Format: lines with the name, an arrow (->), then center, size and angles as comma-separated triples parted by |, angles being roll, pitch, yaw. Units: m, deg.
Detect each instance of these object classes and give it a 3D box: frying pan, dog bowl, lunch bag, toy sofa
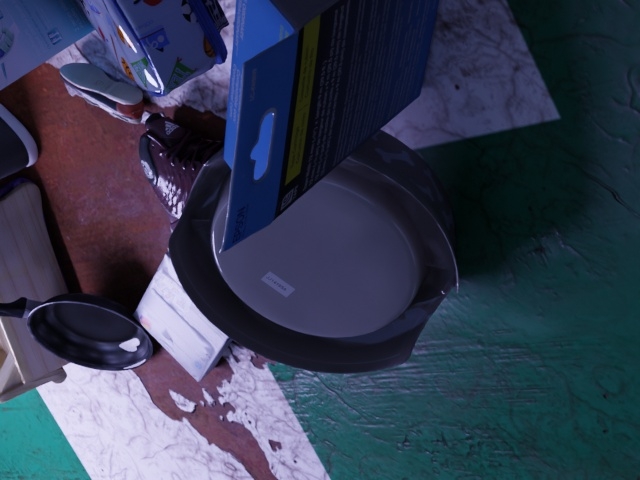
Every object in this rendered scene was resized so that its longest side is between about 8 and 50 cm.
frying pan -> -0.413, 0.132, 2.329 | 0.326, 0.053, 0.197 | 6, 145, 9
dog bowl -> 0.000, 0.000, 1.774 | 0.349, 0.102, 0.349 | 10, 132, 11
lunch bag -> -0.220, -0.303, 1.716 | 0.243, 0.115, 0.303 | 63, 168, -27
toy sofa -> -0.499, 0.057, 2.396 | 0.150, 0.177, 0.362 | 39, 149, 55

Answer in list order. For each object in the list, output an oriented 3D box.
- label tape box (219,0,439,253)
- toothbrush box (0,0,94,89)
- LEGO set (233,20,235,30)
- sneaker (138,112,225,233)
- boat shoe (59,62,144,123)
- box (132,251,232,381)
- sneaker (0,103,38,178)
label tape box -> -0.015, -0.181, 1.518 | 0.115, 0.348, 0.249 | 32, 139, 22
toothbrush box -> -0.413, -0.257, 1.894 | 0.216, 0.295, 0.126 | -14, 110, 49
LEGO set -> -0.089, -0.360, 1.625 | 0.107, 0.132, 0.287 | -27, 93, 33
sneaker -> -0.156, -0.106, 1.927 | 0.162, 0.106, 0.281 | 55, 143, -2
boat shoe -> -0.294, -0.198, 2.031 | 0.137, 0.049, 0.043 | 25, 139, 22
box -> -0.189, 0.106, 2.191 | 0.145, 0.038, 0.186 | 44, 141, 8
sneaker -> -0.571, -0.178, 2.242 | 0.296, 0.147, 0.104 | 38, 143, 16
